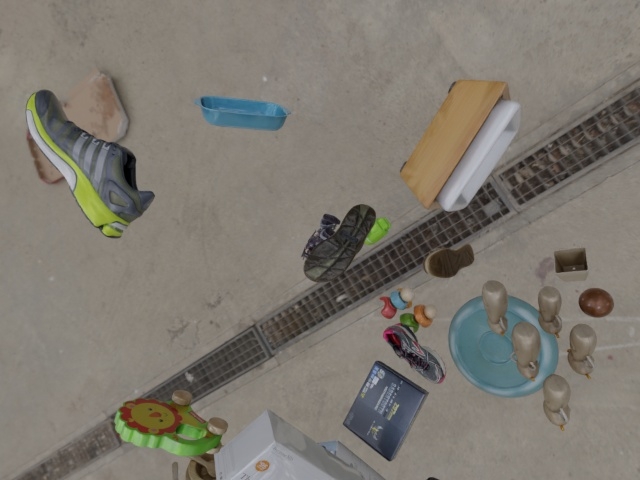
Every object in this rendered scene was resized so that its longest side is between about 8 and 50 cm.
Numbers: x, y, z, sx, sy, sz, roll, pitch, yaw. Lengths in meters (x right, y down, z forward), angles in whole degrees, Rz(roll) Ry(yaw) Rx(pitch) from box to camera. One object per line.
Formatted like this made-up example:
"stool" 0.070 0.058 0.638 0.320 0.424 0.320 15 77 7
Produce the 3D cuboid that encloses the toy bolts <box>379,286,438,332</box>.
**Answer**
"toy bolts" 0.379 0.257 1.767 0.158 0.228 0.218 -40 38 34

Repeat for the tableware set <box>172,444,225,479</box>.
"tableware set" -0.155 0.387 0.620 0.194 0.128 0.039 -130 39 -55

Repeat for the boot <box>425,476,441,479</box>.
"boot" 0.300 0.717 0.905 0.118 0.338 0.223 23 147 -14

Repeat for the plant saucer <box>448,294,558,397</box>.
"plant saucer" 0.539 0.323 1.252 0.317 0.044 0.317 0 91 36

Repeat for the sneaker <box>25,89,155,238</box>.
"sneaker" -0.421 -0.155 0.770 0.121 0.111 0.300 -34 93 -6

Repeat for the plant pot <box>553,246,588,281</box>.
"plant pot" 0.969 0.101 1.586 0.109 0.096 0.109 -10 48 35

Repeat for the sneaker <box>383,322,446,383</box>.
"sneaker" 0.373 0.466 1.671 0.299 0.112 0.121 41 116 33

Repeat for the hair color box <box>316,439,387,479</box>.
"hair color box" 0.075 0.670 1.033 0.113 0.185 0.374 -18 129 24

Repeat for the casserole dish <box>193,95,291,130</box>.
"casserole dish" -0.153 -0.251 0.816 0.188 0.114 0.037 -1 122 -18

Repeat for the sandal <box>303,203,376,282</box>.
"sandal" 0.049 0.011 0.948 0.090 0.060 0.219 32 75 15

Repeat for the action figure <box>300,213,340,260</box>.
"action figure" 0.000 0.000 1.800 0.099 0.285 0.185 22 62 -12

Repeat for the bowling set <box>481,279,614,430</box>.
"bowling set" 0.449 0.186 0.770 0.200 0.287 0.154 -19 130 9

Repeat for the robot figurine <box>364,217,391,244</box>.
"robot figurine" 0.179 -0.029 1.373 0.115 0.101 0.067 -40 73 28

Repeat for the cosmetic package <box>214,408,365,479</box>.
"cosmetic package" -0.028 0.340 0.580 0.099 0.060 0.239 -43 119 0

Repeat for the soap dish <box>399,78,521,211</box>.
"soap dish" 0.275 -0.174 0.796 0.118 0.291 0.229 36 110 19

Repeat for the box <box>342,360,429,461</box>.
"box" 0.201 0.523 1.282 0.183 0.059 0.232 28 89 31

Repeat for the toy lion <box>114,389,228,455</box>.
"toy lion" -0.167 0.202 0.450 0.100 0.096 0.034 22 93 29

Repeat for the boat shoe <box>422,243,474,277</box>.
"boat shoe" 0.522 0.086 1.756 0.123 0.342 0.123 -9 94 48
